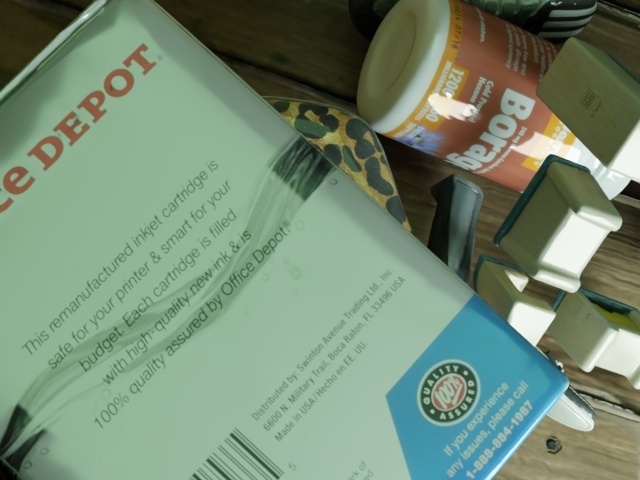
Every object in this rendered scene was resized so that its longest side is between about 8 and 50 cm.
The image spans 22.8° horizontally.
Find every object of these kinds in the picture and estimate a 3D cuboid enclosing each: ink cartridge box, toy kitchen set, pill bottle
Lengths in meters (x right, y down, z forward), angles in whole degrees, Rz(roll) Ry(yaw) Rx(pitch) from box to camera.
[{"bbox_3d":[-0.086,0.074,1.055,0.395,0.166,0.285,43,72,2],"label":"ink cartridge box"},{"bbox_3d":[0.219,-0.017,1.206,0.166,0.207,0.122,19,24,-31],"label":"toy kitchen set"},{"bbox_3d":[0.148,-0.108,1.264,0.216,0.121,0.121,21,61,-21],"label":"pill bottle"}]

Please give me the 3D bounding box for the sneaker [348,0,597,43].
[{"bbox_3d":[0.114,-0.231,1.349,0.228,0.086,0.132,-2,59,-26],"label":"sneaker"}]

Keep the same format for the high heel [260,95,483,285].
[{"bbox_3d":[0.000,0.000,1.188,0.261,0.093,0.186,21,60,-15],"label":"high heel"}]

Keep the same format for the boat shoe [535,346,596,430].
[{"bbox_3d":[0.165,0.099,1.230,0.125,0.046,0.038,35,64,8],"label":"boat shoe"}]
